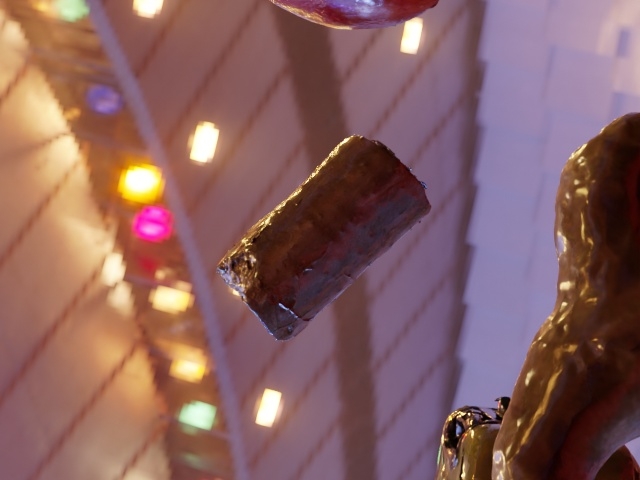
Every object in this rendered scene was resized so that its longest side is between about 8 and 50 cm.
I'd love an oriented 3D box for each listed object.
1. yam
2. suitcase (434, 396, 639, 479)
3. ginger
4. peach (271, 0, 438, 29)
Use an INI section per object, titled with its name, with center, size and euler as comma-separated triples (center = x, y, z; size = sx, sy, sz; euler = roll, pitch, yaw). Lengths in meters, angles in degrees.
[yam]
center = 0.001, 0.000, 2.060
size = 0.238, 0.129, 0.128
euler = -45, 2, -10
[suitcase]
center = 0.148, 0.229, 1.295
size = 0.194, 0.143, 0.234
euler = -141, 59, -88
[ginger]
center = 0.208, 0.005, 0.802
size = 0.080, 0.333, 0.166
euler = 63, -175, -78
[peach]
center = 0.025, -0.307, 1.883
size = 0.196, 0.226, 0.189
euler = 128, 157, -63
